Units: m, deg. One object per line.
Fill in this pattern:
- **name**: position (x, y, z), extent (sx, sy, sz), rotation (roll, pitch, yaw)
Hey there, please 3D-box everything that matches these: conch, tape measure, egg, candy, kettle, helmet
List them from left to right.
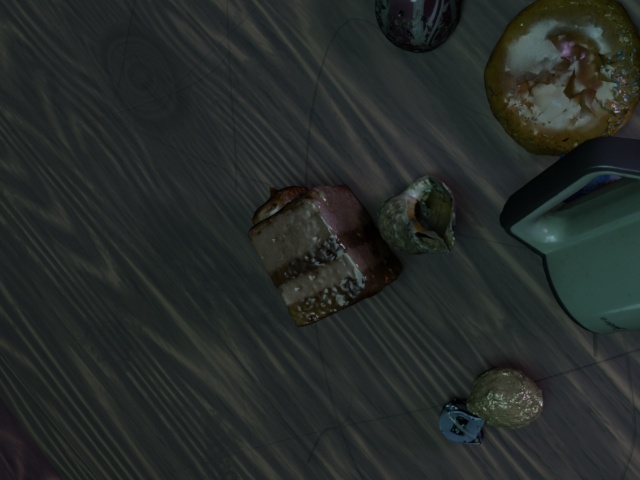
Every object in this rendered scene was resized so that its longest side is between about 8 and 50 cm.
- **helmet**: position (0.160, -0.413, 1.180), extent (0.153, 0.107, 0.177), rotation (21, 115, 19)
- **conch**: position (0.187, -0.041, 1.263), extent (0.130, 0.207, 0.155), rotation (3, 107, -18)
- **tape measure**: position (0.289, 0.370, 1.391), extent (0.094, 0.054, 0.091), rotation (10, 112, 17)
- **egg**: position (0.351, 0.298, 1.297), extent (0.140, 0.116, 0.118), rotation (9, 82, 26)
- **candy**: position (0.454, -0.086, 1.156), extent (0.136, 0.038, 0.088), rotation (23, 127, 8)
- **kettle**: position (0.479, -0.026, 0.943), extent (0.361, 0.250, 0.377), rotation (24, 152, -22)

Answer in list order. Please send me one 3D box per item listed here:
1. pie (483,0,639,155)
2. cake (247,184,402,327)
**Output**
- **pie**: position (0.396, -0.267, 1.117), extent (0.273, 0.069, 0.273), rotation (10, 114, 23)
- **cake**: position (0.000, 0.000, 1.360), extent (0.199, 0.196, 0.293), rotation (-32, 84, 31)
